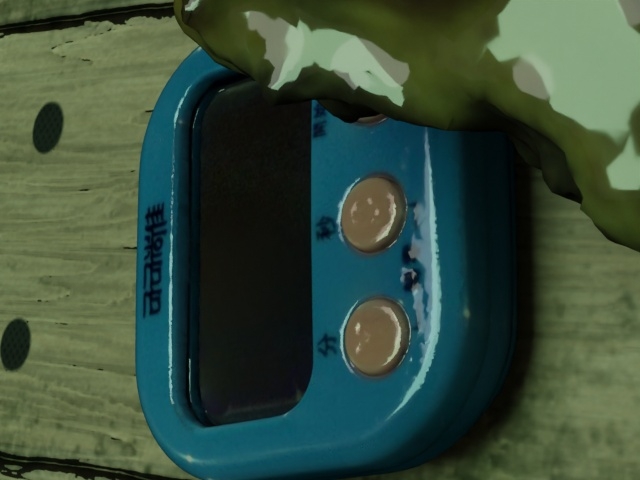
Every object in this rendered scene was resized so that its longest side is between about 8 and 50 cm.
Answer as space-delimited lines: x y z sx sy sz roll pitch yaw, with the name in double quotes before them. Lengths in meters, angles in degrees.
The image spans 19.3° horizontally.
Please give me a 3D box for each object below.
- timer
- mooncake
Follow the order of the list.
"timer" 0.000 0.000 1.325 0.309 0.115 0.340 -13 71 40
"mooncake" 0.128 -0.130 1.048 0.394 0.246 0.393 -16 79 25
